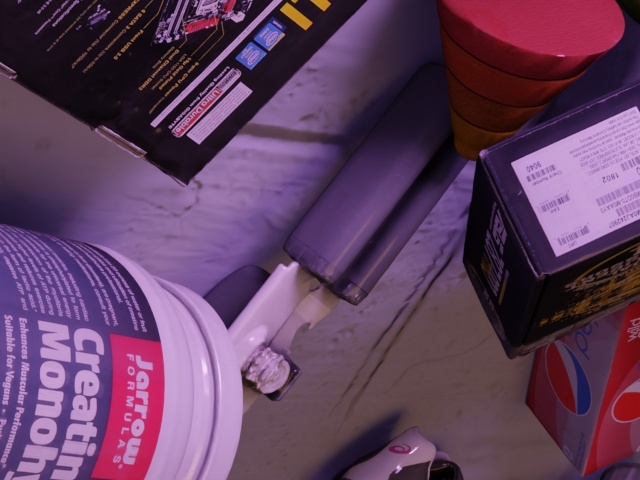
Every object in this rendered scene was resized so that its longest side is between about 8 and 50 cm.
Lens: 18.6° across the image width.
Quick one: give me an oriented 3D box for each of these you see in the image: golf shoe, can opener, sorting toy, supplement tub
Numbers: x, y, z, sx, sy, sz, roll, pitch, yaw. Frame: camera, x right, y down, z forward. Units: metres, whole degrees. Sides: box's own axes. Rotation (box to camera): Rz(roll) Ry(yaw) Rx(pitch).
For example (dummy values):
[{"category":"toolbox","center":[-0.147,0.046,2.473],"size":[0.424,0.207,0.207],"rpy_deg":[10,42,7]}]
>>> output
[{"category":"golf shoe","center":[0.096,0.246,1.615],"size":[0.120,0.105,0.273],"rpy_deg":[-47,145,0]},{"category":"can opener","center":[0.000,0.000,1.277],"size":[0.280,0.093,0.074],"rpy_deg":[-49,147,0]},{"category":"sorting toy","center":[0.211,-0.121,1.280],"size":[0.365,0.127,0.126],"rpy_deg":[-10,135,-35]},{"category":"supplement tub","center":[-0.194,0.084,1.091],"size":[0.272,0.191,0.191],"rpy_deg":[14,120,-49]}]

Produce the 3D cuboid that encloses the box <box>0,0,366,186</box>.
[{"category":"box","center":[-0.048,-0.202,1.005],"size":[0.322,0.079,0.257],"rpy_deg":[-46,146,10]}]

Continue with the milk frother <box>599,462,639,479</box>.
[{"category":"milk frother","center":[0.240,0.253,1.763],"size":[0.135,0.129,0.143],"rpy_deg":[-54,128,-44]}]

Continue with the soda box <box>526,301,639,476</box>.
[{"category":"soda box","center":[0.235,0.066,1.543],"size":[0.083,0.092,0.263],"rpy_deg":[-20,141,-21]}]

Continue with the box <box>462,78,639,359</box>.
[{"category":"box","center":[0.286,-0.064,1.262],"size":[0.395,0.097,0.318],"rpy_deg":[-25,170,-4]}]
